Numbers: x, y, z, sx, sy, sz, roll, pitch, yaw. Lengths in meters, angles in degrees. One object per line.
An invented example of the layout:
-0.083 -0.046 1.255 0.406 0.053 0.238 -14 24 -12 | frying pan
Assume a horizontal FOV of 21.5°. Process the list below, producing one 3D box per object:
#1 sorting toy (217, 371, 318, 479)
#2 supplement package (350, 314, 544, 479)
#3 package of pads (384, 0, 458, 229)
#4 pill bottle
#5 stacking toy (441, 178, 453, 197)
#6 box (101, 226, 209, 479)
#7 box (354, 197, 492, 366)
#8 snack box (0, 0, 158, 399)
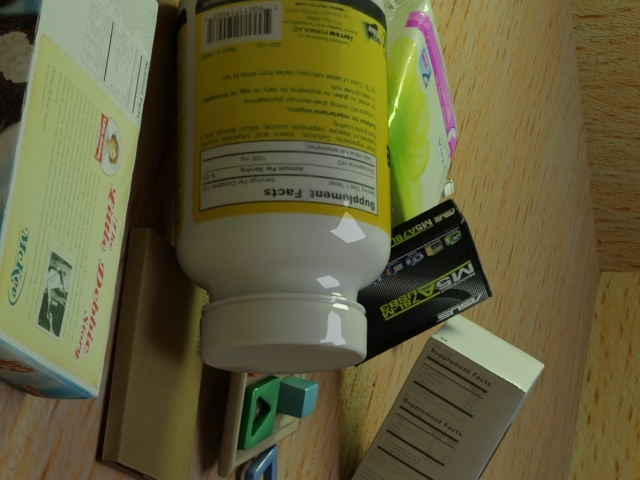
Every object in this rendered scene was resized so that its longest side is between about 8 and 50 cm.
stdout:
-0.036 0.123 1.639 0.196 0.047 0.348 -26 127 -67 | sorting toy
0.150 0.234 2.049 0.244 0.134 0.139 -63 170 18 | supplement package
0.084 -0.124 2.042 0.296 0.101 0.229 -70 153 -45 | package of pads
-0.033 -0.060 1.460 0.188 0.187 0.334 41 46 -68 | pill bottle
0.146 0.023 2.339 0.221 0.052 0.167 -49 137 -64 | stacking toy
-0.139 0.106 1.452 0.164 0.021 0.201 47 47 -66 | box
0.095 0.052 1.957 0.045 0.190 0.184 62 -2 36 | box
-0.194 -0.064 1.192 0.187 0.060 0.322 50 44 -65 | snack box
